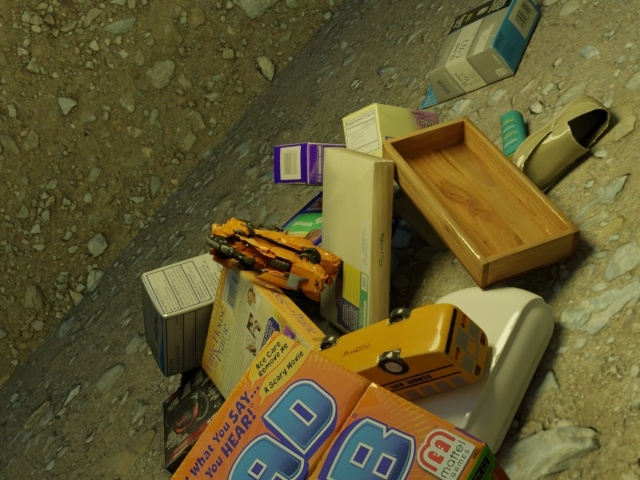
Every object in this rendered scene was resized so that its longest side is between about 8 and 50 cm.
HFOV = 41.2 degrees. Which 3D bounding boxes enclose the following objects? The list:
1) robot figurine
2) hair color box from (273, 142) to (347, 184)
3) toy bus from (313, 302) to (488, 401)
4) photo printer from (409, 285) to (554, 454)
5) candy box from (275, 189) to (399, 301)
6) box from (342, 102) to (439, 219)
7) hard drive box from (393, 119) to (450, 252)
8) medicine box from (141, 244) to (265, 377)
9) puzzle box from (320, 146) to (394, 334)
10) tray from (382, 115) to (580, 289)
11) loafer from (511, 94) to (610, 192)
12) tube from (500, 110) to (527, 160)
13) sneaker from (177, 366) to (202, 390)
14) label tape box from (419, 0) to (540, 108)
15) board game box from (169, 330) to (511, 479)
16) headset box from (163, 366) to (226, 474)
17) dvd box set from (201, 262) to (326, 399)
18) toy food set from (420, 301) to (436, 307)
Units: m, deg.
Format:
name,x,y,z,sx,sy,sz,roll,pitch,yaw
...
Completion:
name,x,y,z,sx,sy,sz,roll,pitch,yaw
robot figurine,-0.112,0.034,1.860,0.211,0.291,0.085,-44,-29,-66
hair color box,0.071,-0.189,2.167,0.185,0.338,0.110,6,98,60
toy bus,0.117,0.212,1.475,0.332,0.130,0.108,-27,33,41
photo printer,0.265,0.215,1.517,0.256,0.107,0.307,-3,49,57
candy box,0.000,0.000,2.173,0.317,0.122,0.268,-41,21,-21
box,0.180,-0.177,1.982,0.117,0.213,0.243,-16,78,48
hard drive box,0.274,-0.121,1.910,0.089,0.181,0.232,-17,39,47
medicine box,-0.281,0.171,2.113,0.289,0.263,0.149,-17,53,-22
puzzle box,0.075,0.009,1.887,0.272,0.052,0.409,-151,60,-64
tray,0.301,-0.087,1.680,0.202,0.076,0.411,-18,43,-14
loafer,0.495,-0.198,1.761,0.268,0.102,0.092,-50,19,-6
tube,0.444,-0.212,1.938,0.080,0.052,0.207,-41,30,37
sneaker,-0.339,0.362,2.249,0.283,0.124,0.107,-53,25,-11
label tape box,0.412,-0.529,2.369,0.347,0.115,0.249,-12,42,49
board game box,0.034,0.411,1.169,0.356,0.356,0.356,23,70,37
headset box,-0.265,0.434,2.042,0.218,0.110,0.293,-43,25,9
dvd box set,-0.126,0.255,1.836,0.420,0.062,0.308,40,122,50
toy food set,0.201,0.184,1.746,0.192,0.038,0.132,-18,38,47
